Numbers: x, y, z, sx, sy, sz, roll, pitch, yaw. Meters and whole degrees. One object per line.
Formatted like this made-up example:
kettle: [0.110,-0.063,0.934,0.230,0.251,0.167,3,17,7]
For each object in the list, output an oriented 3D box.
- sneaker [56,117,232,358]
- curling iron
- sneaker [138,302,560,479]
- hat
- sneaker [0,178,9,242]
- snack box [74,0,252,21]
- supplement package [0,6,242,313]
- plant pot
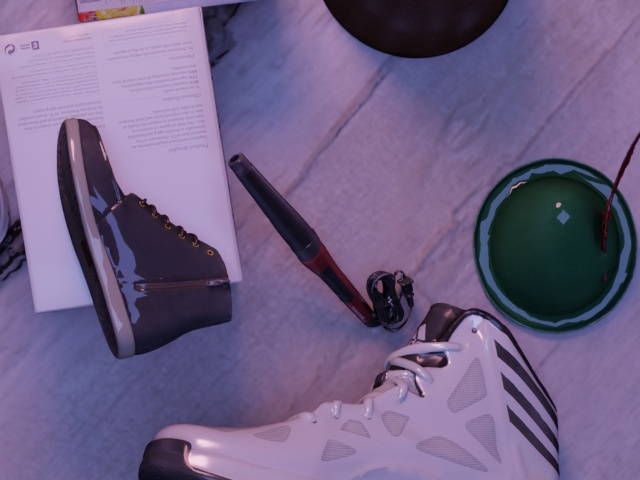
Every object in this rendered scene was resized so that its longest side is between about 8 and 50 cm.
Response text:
sneaker: [-0.162,-0.012,1.664,0.118,0.083,0.222,-16,88,-19]
curling iron: [0.000,0.000,1.827,0.068,0.035,0.274,-47,120,2]
sneaker: [0.040,0.178,1.801,0.448,0.169,0.257,15,67,-24]
hat: [0.248,-0.009,1.823,0.173,0.183,0.208,-4,89,-3]
sneaker: [-0.385,-0.126,1.817,0.111,0.129,0.297,-21,89,-1]
snack box: [-0.142,-0.273,1.801,0.207,0.174,0.070,-9,110,-5]
supplement package: [-0.194,-0.073,1.792,0.199,0.198,0.262,-9,89,-4]
plant pot: [0.107,-0.298,1.797,0.215,0.230,0.215,0,89,-4]
